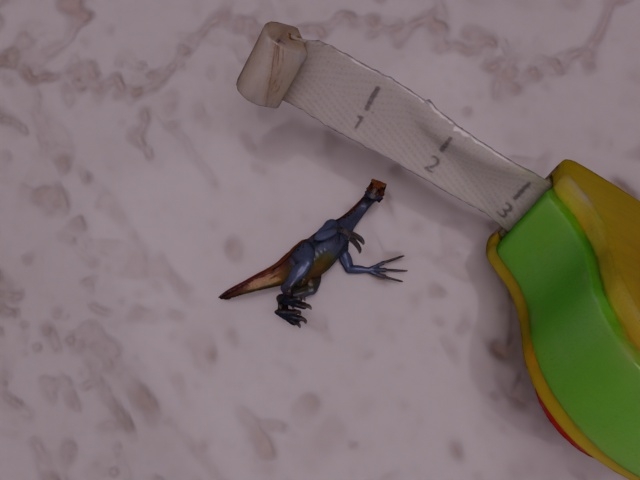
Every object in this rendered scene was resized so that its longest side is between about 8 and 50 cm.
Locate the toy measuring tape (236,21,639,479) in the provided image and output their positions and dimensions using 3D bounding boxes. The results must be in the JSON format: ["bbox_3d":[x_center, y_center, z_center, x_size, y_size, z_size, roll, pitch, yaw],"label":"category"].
[{"bbox_3d":[0.099,0.019,0.319,0.330,0.121,0.121,30,83,-5],"label":"toy measuring tape"}]

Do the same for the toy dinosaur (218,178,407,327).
[{"bbox_3d":[0.000,0.000,0.375,0.090,0.047,0.082,15,61,14],"label":"toy dinosaur"}]
